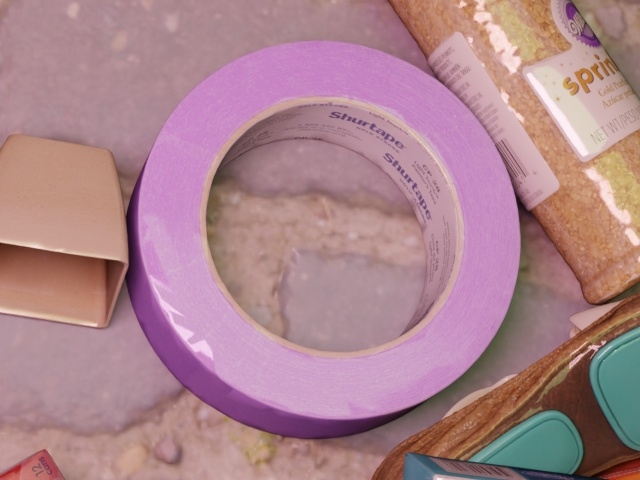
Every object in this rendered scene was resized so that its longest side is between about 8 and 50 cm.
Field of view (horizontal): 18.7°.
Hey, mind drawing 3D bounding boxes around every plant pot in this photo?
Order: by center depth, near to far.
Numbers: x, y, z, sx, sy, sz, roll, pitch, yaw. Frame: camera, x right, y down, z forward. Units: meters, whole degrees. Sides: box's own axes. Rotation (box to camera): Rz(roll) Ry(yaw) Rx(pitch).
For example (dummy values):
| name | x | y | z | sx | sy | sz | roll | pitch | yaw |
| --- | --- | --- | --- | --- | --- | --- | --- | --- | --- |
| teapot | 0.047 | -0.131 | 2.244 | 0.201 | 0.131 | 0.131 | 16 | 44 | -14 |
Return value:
| name | x | y | z | sx | sy | sz | roll | pitch | yaw |
| --- | --- | --- | --- | --- | --- | --- | --- | --- | --- |
| plant pot | -0.188 | -0.011 | 1.345 | 0.109 | 0.109 | 0.096 | 10 | 61 | -10 |

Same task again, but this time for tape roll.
| name | x | y | z | sx | sy | sz | roll | pitch | yaw |
| --- | --- | --- | --- | --- | --- | --- | --- | --- | --- |
| tape roll | 0.000 | 0.000 | 1.390 | 0.274 | 0.090 | 0.275 | 4 | 74 | -12 |

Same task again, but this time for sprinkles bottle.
| name | x | y | z | sx | sy | sz | roll | pitch | yaw |
| --- | --- | --- | --- | --- | --- | --- | --- | --- | --- |
| sprinkles bottle | 0.151 | -0.127 | 1.442 | 0.121 | 0.121 | 0.355 | -32 | 85 | -19 |

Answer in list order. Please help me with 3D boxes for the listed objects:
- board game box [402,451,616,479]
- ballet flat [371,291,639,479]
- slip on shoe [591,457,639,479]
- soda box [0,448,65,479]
| name | x | y | z | sx | sy | sz | roll | pitch | yaw |
| --- | --- | --- | --- | --- | --- | --- | --- | --- | --- |
| board game box | 0.159 | 0.326 | 1.283 | 0.253 | 0.079 | 0.336 | 8 | 93 | -12 |
| ballet flat | 0.177 | 0.116 | 1.377 | 0.342 | 0.124 | 0.116 | -33 | 115 | -7 |
| slip on shoe | 0.223 | 0.210 | 1.378 | 0.331 | 0.101 | 0.123 | -28 | 85 | -17 |
| soda box | -0.153 | 0.273 | 1.277 | 0.083 | 0.092 | 0.263 | -29 | 83 | -19 |
